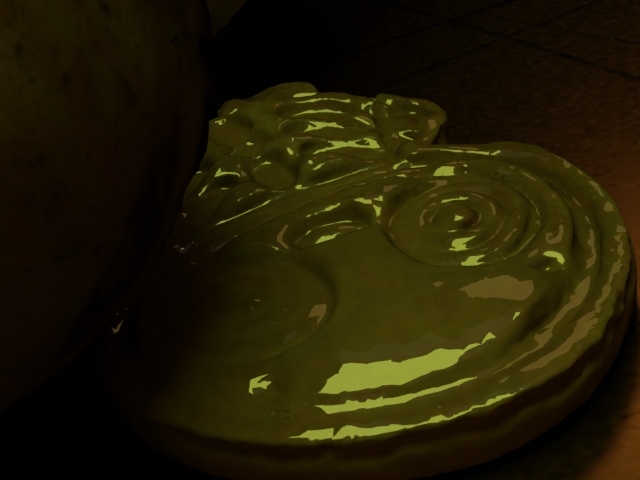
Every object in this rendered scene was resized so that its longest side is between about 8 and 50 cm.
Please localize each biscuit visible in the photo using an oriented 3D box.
[{"bbox_3d":[0.000,-0.001,0.580,0.202,0.044,0.288,-21,32,-10],"label":"biscuit"}]

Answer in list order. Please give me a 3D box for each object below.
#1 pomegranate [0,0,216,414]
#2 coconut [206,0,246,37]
[{"bbox_3d":[-0.193,-0.050,0.502,0.322,0.322,0.322,-11,30,6],"label":"pomegranate"},{"bbox_3d":[-0.166,-0.230,0.752,0.346,0.346,0.360,4,48,29],"label":"coconut"}]
